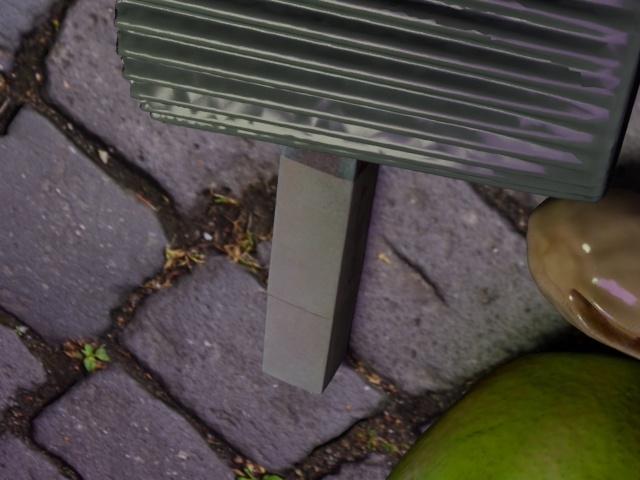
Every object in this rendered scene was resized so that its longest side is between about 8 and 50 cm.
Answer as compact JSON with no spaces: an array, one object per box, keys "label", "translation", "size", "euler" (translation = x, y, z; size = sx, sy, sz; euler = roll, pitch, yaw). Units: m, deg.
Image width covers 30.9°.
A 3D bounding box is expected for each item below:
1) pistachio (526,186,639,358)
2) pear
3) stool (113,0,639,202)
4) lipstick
[{"label":"pistachio","translation":[0.270,0.032,0.959],"size":[0.223,0.152,0.126],"euler":[31,136,-5]},{"label":"pear","translation":[0.256,0.217,1.070],"size":[0.398,0.165,0.399],"euler":[15,158,6]},{"label":"stool","translation":[0.068,-0.185,0.808],"size":[0.330,0.297,0.297],"euler":[16,133,14]},{"label":"lipstick","translation":[0.000,0.000,1.151],"size":[0.079,0.076,0.372],"euler":[20,134,14]}]
